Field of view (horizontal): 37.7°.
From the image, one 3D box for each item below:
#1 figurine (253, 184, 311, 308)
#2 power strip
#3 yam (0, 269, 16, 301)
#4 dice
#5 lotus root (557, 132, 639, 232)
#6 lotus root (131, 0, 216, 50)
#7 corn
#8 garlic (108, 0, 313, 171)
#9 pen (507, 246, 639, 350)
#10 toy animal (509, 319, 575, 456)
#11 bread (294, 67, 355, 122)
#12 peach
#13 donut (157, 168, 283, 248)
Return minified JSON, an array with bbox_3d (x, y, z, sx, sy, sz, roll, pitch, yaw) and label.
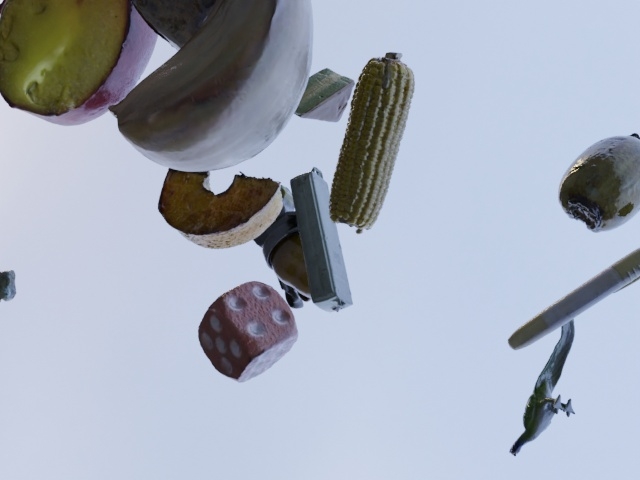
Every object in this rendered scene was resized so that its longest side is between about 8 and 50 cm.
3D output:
[{"bbox_3d":[-0.060,0.030,2.414,0.285,0.167,0.343,51,-14,34],"label":"figurine"},{"bbox_3d":[0.000,0.000,1.627,0.052,0.078,0.272,-21,-115,19],"label":"power strip"},{"bbox_3d":[-0.561,0.082,1.527,0.054,0.132,0.054,-9,90,-89],"label":"yam"},{"bbox_3d":[-0.167,0.214,2.199,0.179,0.174,0.175,47,-44,19],"label":"dice"},{"bbox_3d":[0.537,-0.119,1.697,0.154,0.278,0.154,27,-44,30],"label":"lotus root"},{"bbox_3d":[-0.170,-0.372,1.352,0.192,0.272,0.272,-64,-148,28],"label":"lotus root"},{"bbox_3d":[0.064,-0.125,1.205,0.080,0.080,0.238,36,-68,60],"label":"corn"},{"bbox_3d":[-0.102,-0.229,1.091,0.338,0.196,0.151,-56,168,5],"label":"garlic"},{"bbox_3d":[0.339,0.073,1.193,0.233,0.040,0.032,-34,-137,2],"label":"pen"},{"bbox_3d":[0.322,0.202,1.289,0.217,0.041,0.075,-66,-159,-5],"label":"toy animal"},{"bbox_3d":[-0.012,-0.260,1.650,0.074,0.139,0.084,30,-72,27],"label":"bread"},{"bbox_3d":[-0.446,-0.359,1.687,0.281,0.281,0.338,-45,-168,50],"label":"peach"},{"bbox_3d":[-0.205,-0.053,1.771,0.258,0.101,0.152,13,-121,25],"label":"donut"}]
